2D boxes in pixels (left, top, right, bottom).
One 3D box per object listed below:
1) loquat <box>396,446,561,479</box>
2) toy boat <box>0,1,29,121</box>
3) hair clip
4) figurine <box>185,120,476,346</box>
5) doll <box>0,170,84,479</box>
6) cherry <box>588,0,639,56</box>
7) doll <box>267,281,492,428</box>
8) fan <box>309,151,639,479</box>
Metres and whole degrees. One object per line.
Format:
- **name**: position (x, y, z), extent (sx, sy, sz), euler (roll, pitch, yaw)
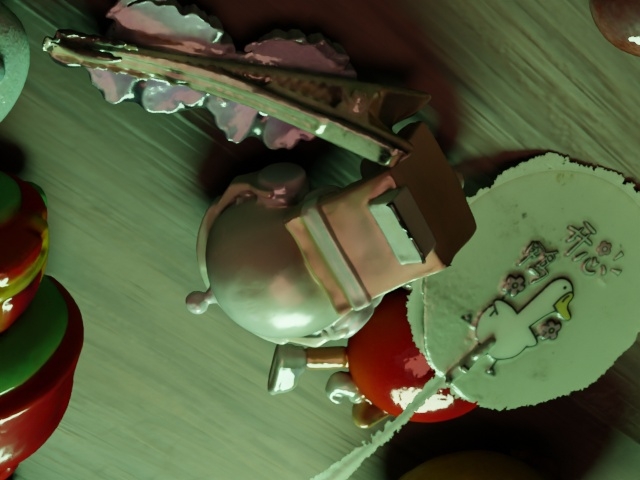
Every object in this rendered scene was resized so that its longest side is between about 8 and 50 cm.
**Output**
- **loquat**: position (0.165, 0.332, 1.528), extent (0.275, 0.275, 0.275), euler (-4, 136, -4)
- **toy boat**: position (-0.298, -0.098, 1.082), extent (0.207, 0.079, 0.134), euler (-29, 129, -9)
- **hair clip**: position (-0.062, -0.116, 1.151), extent (0.292, 0.084, 0.106), euler (14, 137, -14)
- **figurine**: position (-0.001, 0.002, 1.249), extent (0.236, 0.141, 0.162), euler (-26, 108, 26)
- **doll**: position (-0.281, 0.100, 1.267), extent (0.160, 0.182, 0.363), euler (26, 138, 8)
- **cherry**: position (0.258, -0.179, 1.118), extent (0.126, 0.087, 0.106), euler (14, 136, -18)
- **doll**: position (0.072, 0.090, 1.378), extent (0.217, 0.085, 0.183), euler (13, 118, -5)
- **fan**: position (0.127, 0.104, 1.334), extent (0.415, 0.012, 0.233), euler (-45, 116, 5)
